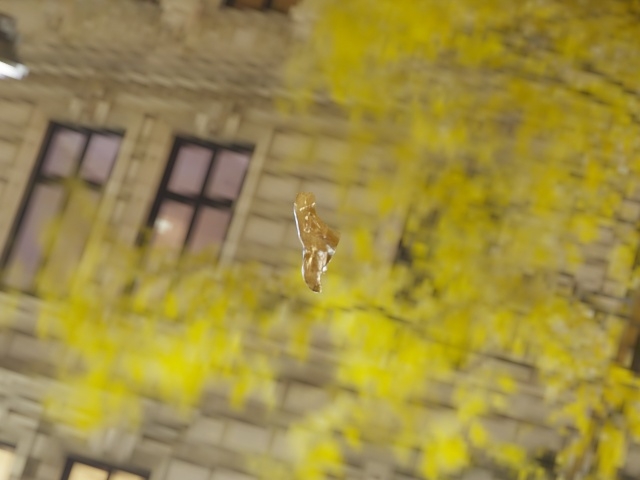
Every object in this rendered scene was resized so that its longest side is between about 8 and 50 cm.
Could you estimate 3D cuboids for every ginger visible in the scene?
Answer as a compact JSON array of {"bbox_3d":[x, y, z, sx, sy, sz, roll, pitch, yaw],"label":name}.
[{"bbox_3d":[0.001,0.001,1.643,0.030,0.097,0.048,-18,-17,39],"label":"ginger"}]
